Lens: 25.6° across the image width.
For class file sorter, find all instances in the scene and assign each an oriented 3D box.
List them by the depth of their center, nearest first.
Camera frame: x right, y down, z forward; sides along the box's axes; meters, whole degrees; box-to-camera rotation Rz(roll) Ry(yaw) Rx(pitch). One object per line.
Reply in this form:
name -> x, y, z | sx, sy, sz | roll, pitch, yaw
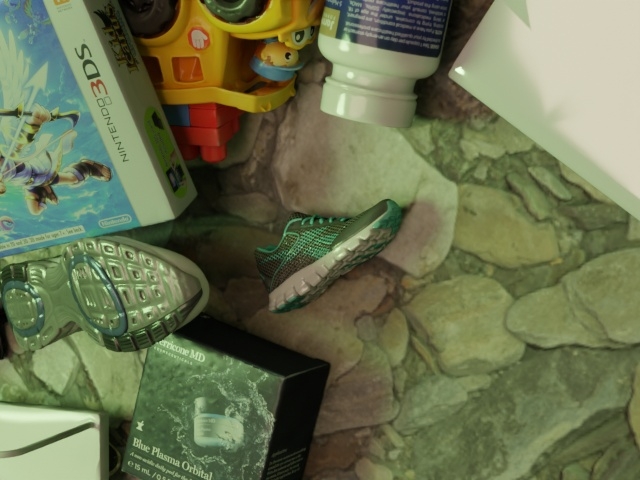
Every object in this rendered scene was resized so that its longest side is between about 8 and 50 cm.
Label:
file sorter -> -0.337, 0.314, 1.411 | 0.193, 0.173, 0.277 | 2, 95, 22

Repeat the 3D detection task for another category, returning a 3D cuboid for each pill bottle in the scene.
pill bottle -> 0.058, -0.198, 1.233 | 0.112, 0.112, 0.186 | 17, 102, 26

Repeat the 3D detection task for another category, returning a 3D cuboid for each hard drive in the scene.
hard drive -> 0.286, -0.131, 1.158 | 0.319, 0.040, 0.210 | 40, 111, 19

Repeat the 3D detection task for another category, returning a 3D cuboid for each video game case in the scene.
video game case -> -0.281, -0.112, 1.300 | 0.270, 0.061, 0.244 | -12, 111, 23

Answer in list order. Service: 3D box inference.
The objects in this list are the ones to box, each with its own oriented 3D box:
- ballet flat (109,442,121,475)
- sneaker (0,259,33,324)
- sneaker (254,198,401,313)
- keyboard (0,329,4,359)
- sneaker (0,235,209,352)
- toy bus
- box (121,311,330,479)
ballet flat -> -0.286, 0.235, 1.509 | 0.173, 0.049, 0.057 | -5, 66, 23
sneaker -> -0.402, 0.064, 1.495 | 0.235, 0.084, 0.097 | -29, 85, 12
sneaker -> 0.000, 0.000, 1.315 | 0.166, 0.065, 0.076 | -35, 75, 25
keyboard -> -0.405, 0.049, 1.558 | 0.108, 0.023, 0.180 | -9, 90, 22
sneaker -> -0.192, 0.038, 1.340 | 0.297, 0.129, 0.111 | -2, 103, 51
toy bus -> -0.088, -0.178, 1.306 | 0.220, 0.149, 0.211 | 2, 109, 25
box -> -0.093, 0.171, 1.364 | 0.156, 0.093, 0.158 | 19, 103, 25
